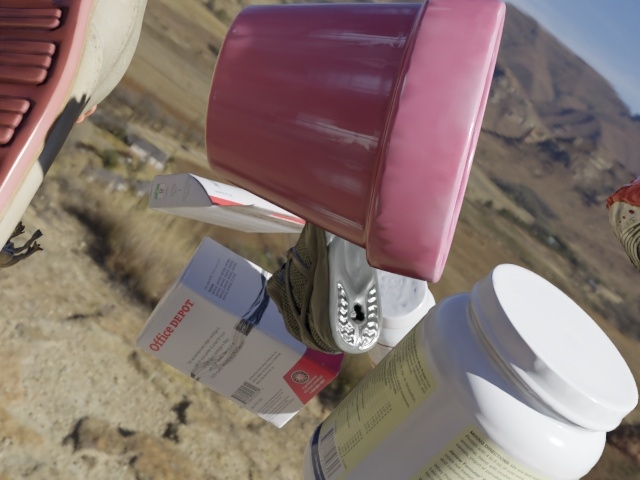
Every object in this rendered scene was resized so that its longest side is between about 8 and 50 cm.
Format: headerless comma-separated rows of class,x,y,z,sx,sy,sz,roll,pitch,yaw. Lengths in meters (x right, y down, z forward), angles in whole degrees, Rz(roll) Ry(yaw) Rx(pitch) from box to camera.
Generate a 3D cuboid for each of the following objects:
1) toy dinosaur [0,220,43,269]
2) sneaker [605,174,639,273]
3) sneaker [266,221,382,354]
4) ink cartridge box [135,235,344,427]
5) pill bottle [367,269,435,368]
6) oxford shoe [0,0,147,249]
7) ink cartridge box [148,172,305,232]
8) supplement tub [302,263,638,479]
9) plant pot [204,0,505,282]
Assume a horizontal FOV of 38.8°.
toy dinosaur,-0.424,0.020,1.217,0.053,0.092,0.183,46,-31,-2
sneaker,0.208,0.038,0.391,0.225,0.088,0.093,36,40,-26
sneaker,0.000,0.000,0.908,0.087,0.228,0.130,5,-11,-35
ink cartridge box,-0.104,0.126,1.222,0.237,0.172,0.100,32,44,-10
pill bottle,0.125,0.130,1.443,0.121,0.121,0.221,49,-14,31
oxford shoe,-0.167,-0.092,0.538,0.123,0.348,0.130,11,-26,16
ink cartridge box,-0.092,-0.049,1.212,0.181,0.056,0.224,14,-11,-43
supplement tub,0.158,0.207,1.003,0.235,0.325,0.235,31,27,-18
plant pot,0.023,-0.088,0.653,0.180,0.201,0.201,15,11,9
